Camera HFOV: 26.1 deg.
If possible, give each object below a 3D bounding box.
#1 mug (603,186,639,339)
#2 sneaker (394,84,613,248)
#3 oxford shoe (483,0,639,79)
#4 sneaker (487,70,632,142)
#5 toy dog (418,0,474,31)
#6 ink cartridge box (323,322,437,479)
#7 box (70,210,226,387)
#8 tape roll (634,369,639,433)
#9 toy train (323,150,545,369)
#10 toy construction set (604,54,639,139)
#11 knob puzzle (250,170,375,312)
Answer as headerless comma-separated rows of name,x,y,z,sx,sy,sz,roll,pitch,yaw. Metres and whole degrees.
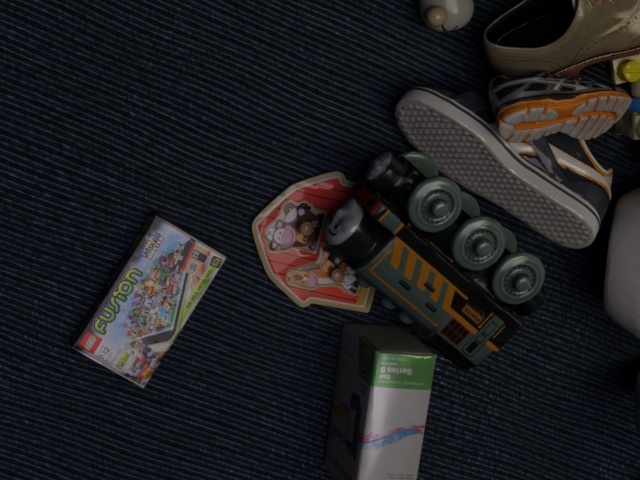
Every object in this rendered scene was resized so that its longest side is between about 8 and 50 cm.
mug,0.555,0.004,1.841,0.328,0.276,0.374,7,135,17
sneaker,0.252,-0.126,1.857,0.321,0.126,0.127,35,62,-9
oxford shoe,0.373,-0.305,1.786,0.348,0.130,0.123,-30,64,11
sneaker,0.313,-0.184,1.794,0.214,0.083,0.084,-4,141,-28
toy dog,0.111,-0.409,1.718,0.220,0.161,0.334,-29,107,37
ink cartridge box,0.078,0.233,1.868,0.093,0.154,0.213,3,101,-16
box,-0.226,0.078,1.813,0.114,0.036,0.207,31,92,-19
tape roll,0.631,0.233,1.898,0.391,0.392,0.072,-3,102,-15
toy train,0.155,0.026,1.844,0.334,0.142,0.190,39,97,-28
toy construction set,0.537,-0.205,1.914,0.327,0.151,0.215,-2,102,-4
knob puzzle,0.000,0.000,1.862,0.213,0.030,0.213,-3,103,-15
